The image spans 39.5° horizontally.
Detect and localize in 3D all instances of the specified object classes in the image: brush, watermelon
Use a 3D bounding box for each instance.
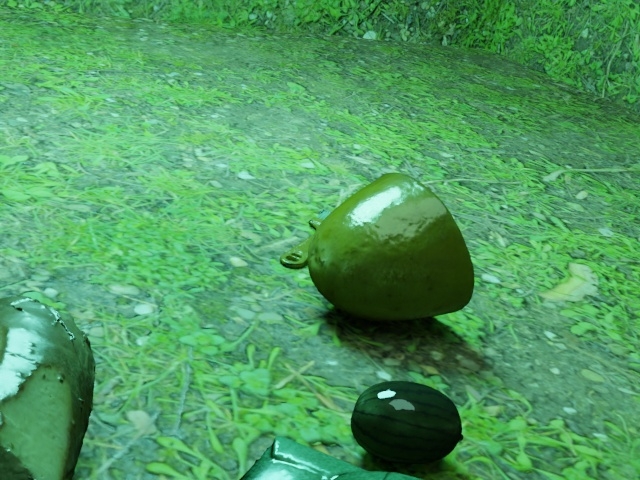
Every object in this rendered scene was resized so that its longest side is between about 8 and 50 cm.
[{"bbox_3d":[0.000,0.000,1.268,0.082,0.010,0.218,20,25,17],"label":"brush"},{"bbox_3d":[0.082,0.170,0.831,0.110,0.078,0.078,7,23,-13],"label":"watermelon"}]

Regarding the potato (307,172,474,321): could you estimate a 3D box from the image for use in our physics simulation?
[{"bbox_3d":[0.061,0.022,1.077,0.158,0.178,0.203,-19,60,-26],"label":"potato"}]

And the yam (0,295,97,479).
[{"bbox_3d":[-0.243,0.141,0.680,0.128,0.129,0.238,-6,22,-4],"label":"yam"}]

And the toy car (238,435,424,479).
[{"bbox_3d":[0.074,0.240,0.633,0.320,0.097,0.141,19,25,17],"label":"toy car"}]
